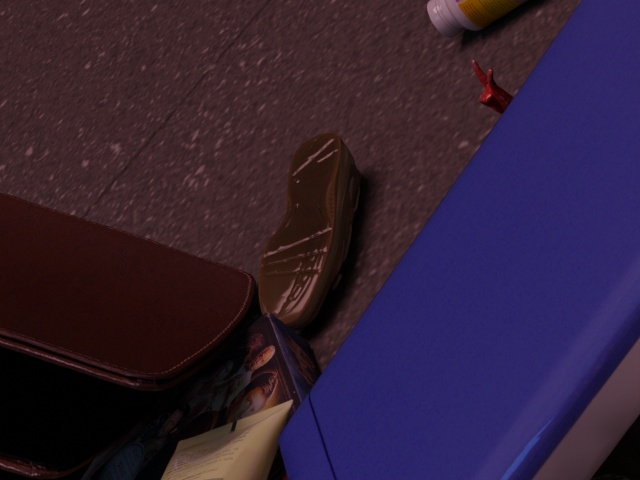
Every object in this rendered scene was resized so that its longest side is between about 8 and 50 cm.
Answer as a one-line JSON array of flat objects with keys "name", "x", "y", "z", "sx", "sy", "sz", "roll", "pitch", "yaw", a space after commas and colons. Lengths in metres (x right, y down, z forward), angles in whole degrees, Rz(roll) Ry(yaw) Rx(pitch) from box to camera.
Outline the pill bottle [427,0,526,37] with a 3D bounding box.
[{"name": "pill bottle", "x": 0.115, "y": -0.173, "z": 1.274, "sx": 0.083, "sy": 0.043, "sz": 0.043, "roll": -31, "pitch": 32, "yaw": 31}]

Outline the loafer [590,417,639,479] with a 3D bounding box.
[{"name": "loafer", "x": 0.111, "y": 0.130, "z": 0.804, "sx": 0.251, "sy": 0.087, "sz": 0.094, "roll": -142, "pitch": 59, "yaw": -62}]

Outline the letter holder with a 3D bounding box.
[{"name": "letter holder", "x": -0.171, "y": 0.090, "z": 1.167, "sx": 0.302, "sy": 0.214, "sz": 0.152, "roll": -51, "pitch": -24, "yaw": -77}]

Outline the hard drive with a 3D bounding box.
[{"name": "hard drive", "x": 0.095, "y": 0.021, "z": 0.818, "sx": 0.318, "sy": 0.040, "sz": 0.210, "roll": -56, "pitch": 22, "yaw": 15}]

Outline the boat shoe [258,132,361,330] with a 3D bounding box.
[{"name": "boat shoe", "x": -0.002, "y": 0.000, "z": 1.230, "sx": 0.056, "sy": 0.048, "sz": 0.153, "roll": -15, "pitch": 47, "yaw": 29}]

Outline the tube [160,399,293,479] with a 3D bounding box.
[{"name": "tube", "x": -0.077, "y": 0.184, "z": 0.989, "sx": 0.070, "sy": 0.062, "sz": 0.240, "roll": 11, "pitch": 44, "yaw": 8}]

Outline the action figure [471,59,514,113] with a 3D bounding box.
[{"name": "action figure", "x": 0.124, "y": 0.004, "z": 0.939, "sx": 0.091, "sy": 0.139, "sz": 0.280, "roll": -47, "pitch": 25, "yaw": 0}]

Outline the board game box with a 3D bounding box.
[{"name": "board game box", "x": -0.054, "y": 0.163, "z": 1.083, "sx": 0.165, "sy": 0.042, "sz": 0.243, "roll": -43, "pitch": 28, "yaw": 10}]
